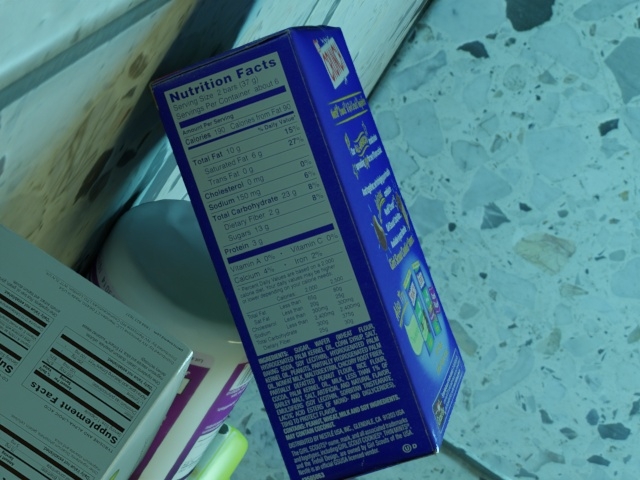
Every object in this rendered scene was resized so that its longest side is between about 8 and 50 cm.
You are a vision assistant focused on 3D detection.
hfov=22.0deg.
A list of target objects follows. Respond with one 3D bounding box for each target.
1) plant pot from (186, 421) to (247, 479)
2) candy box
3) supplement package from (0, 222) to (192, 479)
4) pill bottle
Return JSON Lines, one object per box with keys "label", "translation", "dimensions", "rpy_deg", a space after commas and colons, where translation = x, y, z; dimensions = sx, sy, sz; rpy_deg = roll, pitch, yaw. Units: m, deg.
{"label": "plant pot", "translation": [-0.216, 0.264, 1.684], "dimensions": [0.228, 0.227, 0.207], "rpy_deg": [-52, 168, -52]}
{"label": "candy box", "translation": [0.000, 0.000, 1.270], "dimensions": [0.122, 0.317, 0.268], "rpy_deg": [-18, -176, 11]}
{"label": "supplement package", "translation": [-0.203, 0.137, 0.975], "dimensions": [0.203, 0.149, 0.194], "rpy_deg": [-56, 178, -29]}
{"label": "pill bottle", "translation": [-0.160, 0.122, 1.439], "dimensions": [0.301, 0.169, 0.169], "rpy_deg": [-57, 178, 32]}
